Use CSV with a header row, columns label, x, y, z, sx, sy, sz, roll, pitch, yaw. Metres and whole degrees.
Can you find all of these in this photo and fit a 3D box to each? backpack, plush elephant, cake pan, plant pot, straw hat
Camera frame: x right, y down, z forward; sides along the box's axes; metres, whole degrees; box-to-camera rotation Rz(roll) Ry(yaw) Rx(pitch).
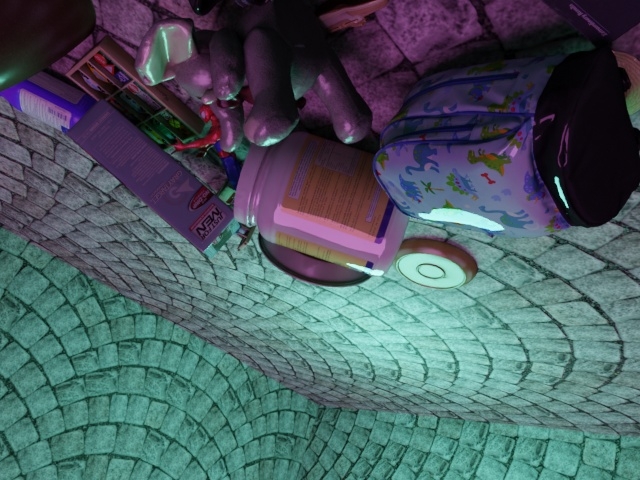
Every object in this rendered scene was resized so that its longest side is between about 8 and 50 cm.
label,x,y,z,sx,sy,sz,roll,pitch,yaw
backpack,0.256,-0.141,0.799,0.355,0.273,0.290,35,173,47
plush elephant,-0.126,-0.261,0.805,0.255,0.271,0.330,-20,94,38
cake pan,0.000,0.000,1.203,0.293,0.293,0.054,18,121,3
plant pot,-0.561,-0.378,0.909,0.215,0.231,0.215,15,152,8
straw hat,0.424,-0.209,0.772,0.144,0.061,0.144,15,150,8
plant pot,0.298,0.073,1.367,0.236,0.032,0.236,15,150,9

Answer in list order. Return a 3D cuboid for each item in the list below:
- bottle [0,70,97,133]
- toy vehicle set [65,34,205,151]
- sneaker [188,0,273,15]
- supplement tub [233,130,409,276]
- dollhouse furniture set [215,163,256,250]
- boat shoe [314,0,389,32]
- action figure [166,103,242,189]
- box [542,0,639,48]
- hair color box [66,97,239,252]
label,x,y,z,sx,sy,sz,roll,pitch,yaw
bottle,-0.661,-0.341,1.177,0.282,0.092,0.118,27,150,-12
toy vehicle set,-0.406,-0.312,1.130,0.165,0.035,0.267,-11,139,43
sneaker,-0.057,-0.344,0.621,0.267,0.106,0.101,2,-171,24
supplement tub,0.012,-0.084,1.054,0.331,0.241,0.241,19,151,2
dollhouse furniture set,-0.210,-0.079,1.315,0.129,0.129,0.183,29,150,-17
boat shoe,0.052,-0.350,0.775,0.135,0.050,0.045,7,154,42
action figure,-0.236,-0.164,1.143,0.138,0.091,0.281,-13,121,5
box,0.341,-0.340,0.546,0.153,0.108,0.207,29,150,-18
hair color box,-0.358,-0.126,1.139,0.374,0.114,0.185,40,170,-1
